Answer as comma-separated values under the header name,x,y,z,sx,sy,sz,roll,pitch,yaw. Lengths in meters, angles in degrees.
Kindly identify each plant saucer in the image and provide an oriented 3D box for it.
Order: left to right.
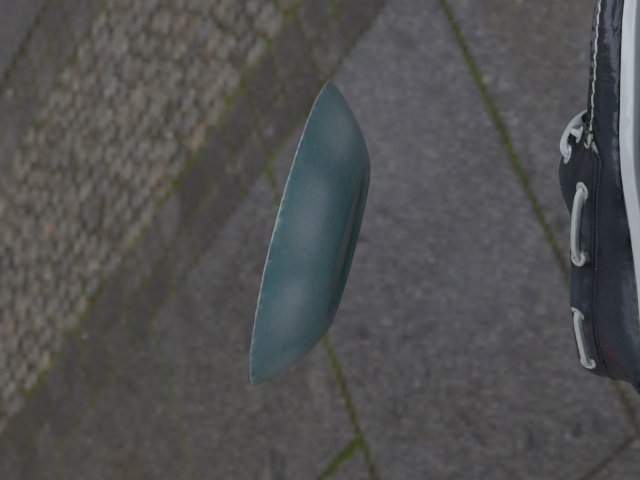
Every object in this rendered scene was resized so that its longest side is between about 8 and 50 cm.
name,x,y,z,sx,sy,sz,roll,pitch,yaw
plant saucer,0.000,0.000,1.042,0.195,0.037,0.195,14,-90,-83

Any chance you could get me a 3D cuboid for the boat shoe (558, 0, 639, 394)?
name,x,y,z,sx,sy,sz,roll,pitch,yaw
boat shoe,0.194,-0.034,1.078,0.091,0.114,0.302,12,117,40
